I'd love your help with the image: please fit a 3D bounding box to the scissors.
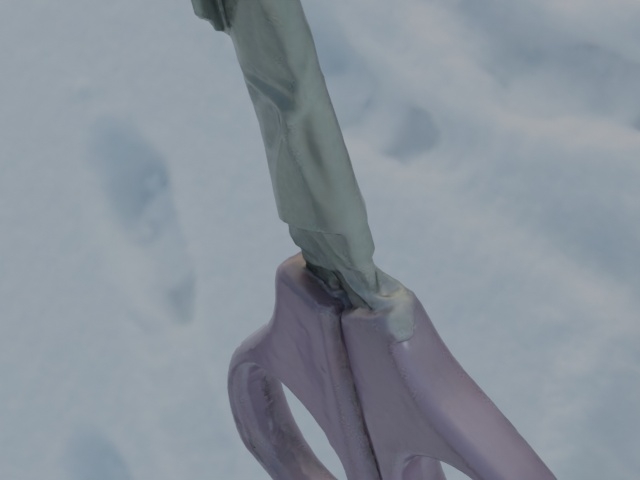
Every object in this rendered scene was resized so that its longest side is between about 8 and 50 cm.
[{"bbox_3d":[0.000,0.000,0.340,0.110,0.212,0.021,23,52,42],"label":"scissors"}]
